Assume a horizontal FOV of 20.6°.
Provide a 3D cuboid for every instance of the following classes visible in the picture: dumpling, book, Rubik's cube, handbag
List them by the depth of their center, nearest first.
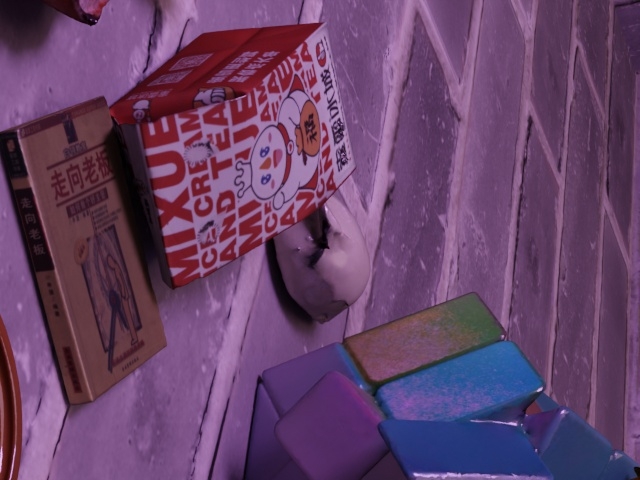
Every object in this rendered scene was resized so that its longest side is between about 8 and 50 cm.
[{"bbox_3d":[-0.194,0.005,1.471,0.161,0.026,0.231,-37,115,-67],"label":"book"},{"bbox_3d":[-0.084,-0.080,1.628,0.298,0.151,0.171,-53,136,-58],"label":"handbag"},{"bbox_3d":[0.110,0.254,1.724,0.358,0.368,0.387,38,44,-36],"label":"Rubik's cube"},{"bbox_3d":[-0.001,-0.001,1.908,0.176,0.092,0.150,51,21,-44],"label":"dumpling"}]

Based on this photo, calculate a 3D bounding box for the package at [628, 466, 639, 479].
[{"bbox_3d":[0.294,0.261,1.613,0.131,0.047,0.071,-33,100,-49],"label":"package"}]

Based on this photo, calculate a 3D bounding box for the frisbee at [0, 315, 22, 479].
[{"bbox_3d":[-0.278,0.110,1.212,0.251,0.021,0.251,-9,90,-69],"label":"frisbee"}]

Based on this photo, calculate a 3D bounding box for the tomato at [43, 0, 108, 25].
[{"bbox_3d":[-0.210,-0.295,1.429,0.199,0.112,0.228,-39,140,-79],"label":"tomato"}]
